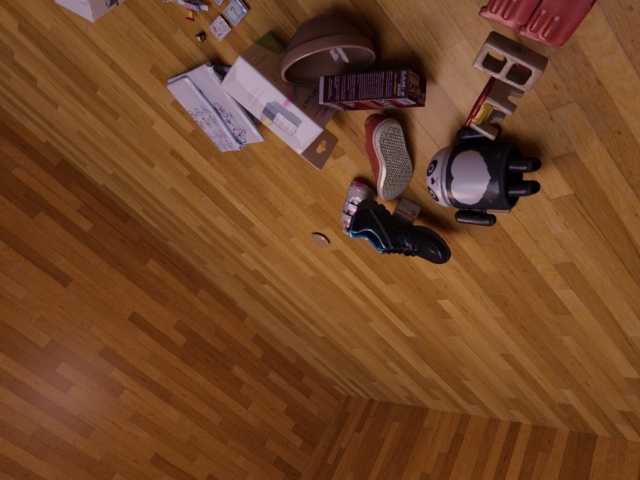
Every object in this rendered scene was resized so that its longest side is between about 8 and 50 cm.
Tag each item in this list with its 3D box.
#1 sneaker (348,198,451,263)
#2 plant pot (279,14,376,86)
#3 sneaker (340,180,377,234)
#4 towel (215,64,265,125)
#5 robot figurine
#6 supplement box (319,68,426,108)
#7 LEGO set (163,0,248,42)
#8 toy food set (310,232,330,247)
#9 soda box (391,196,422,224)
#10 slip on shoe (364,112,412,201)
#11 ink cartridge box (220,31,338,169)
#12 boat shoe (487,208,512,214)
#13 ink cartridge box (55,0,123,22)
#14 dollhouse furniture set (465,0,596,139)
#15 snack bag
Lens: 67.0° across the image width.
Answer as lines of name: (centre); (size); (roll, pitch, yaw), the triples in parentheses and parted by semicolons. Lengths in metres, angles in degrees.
sneaker: (0.249, 0.005, 1.553); (0.341, 0.139, 0.125); (27, 149, 8)
plant pot: (0.012, -0.473, 1.187); (0.237, 0.237, 0.109); (-11, 88, 51)
sneaker: (0.126, -0.101, 1.682); (0.103, 0.111, 0.252); (22, 149, 18)
towel: (-0.200, -0.451, 1.554); (0.285, 0.034, 0.209); (19, 147, 23)
robot figurine: (0.410, -0.164, 1.244); (0.278, 0.209, 0.173); (7, 154, 38)
supplement box: (0.131, -0.374, 1.216); (0.239, 0.130, 0.073); (6, 97, 31)
LEGO set: (-0.330, -0.652, 1.356); (0.182, 0.060, 0.244); (49, 148, -20)
toy food set: (0.000, 0.000, 2.051); (0.083, 0.020, 0.082); (-4, 135, 46)
soda box: (0.268, -0.054, 1.659); (0.074, 0.069, 0.216); (30, 150, 5)
slip on shoe: (0.195, -0.241, 1.428); (0.101, 0.123, 0.331); (53, 171, 37)
ink cartridge box: (-0.072, -0.384, 1.336); (0.353, 0.207, 0.119); (39, 132, -13)
boat shoe: (0.454, -0.102, 1.401); (0.190, 0.072, 0.068); (18, 147, 25)
ink cartridge box: (-0.657, -0.740, 1.401); (0.139, 0.190, 0.082); (30, 151, 6)
dollhouse furniture set: (0.373, -0.399, 0.919); (0.152, 0.201, 0.374); (29, 157, 6)
snack bag: (-0.364, -0.443, 1.673); (0.342, 0.037, 0.323); (8, 143, 51)
